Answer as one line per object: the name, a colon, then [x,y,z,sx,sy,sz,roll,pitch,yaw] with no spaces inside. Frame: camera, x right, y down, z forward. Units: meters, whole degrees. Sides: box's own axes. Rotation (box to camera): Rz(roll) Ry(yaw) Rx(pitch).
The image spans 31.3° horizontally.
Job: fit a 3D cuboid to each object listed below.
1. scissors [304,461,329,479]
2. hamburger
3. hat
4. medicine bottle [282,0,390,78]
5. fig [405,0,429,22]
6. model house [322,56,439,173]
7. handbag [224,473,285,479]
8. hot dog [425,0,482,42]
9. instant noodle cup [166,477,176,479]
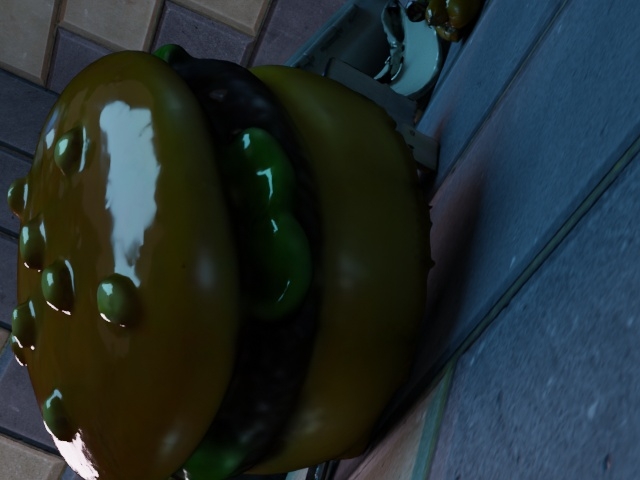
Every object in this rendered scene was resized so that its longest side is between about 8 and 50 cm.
scissors: [-0.015,0.258,1.080,0.133,0.020,0.187,113,176,-53]
hamburger: [-0.112,0.016,0.991,0.396,0.277,0.395,-4,85,58]
hat: [0.085,-0.223,1.696,0.258,0.168,0.301,-36,24,-11]
medicine bottle: [0.013,-0.249,1.983,0.375,0.123,0.282,-51,-17,-32]
fig: [0.157,-0.456,1.683,0.217,0.217,0.320,127,152,-70]
model house: [0.014,-0.057,1.309,0.206,0.178,0.271,-57,11,28]
handbag: [-0.108,0.327,1.454,0.175,0.089,0.270,-49,-16,-81]
hot dog: [0.190,-0.363,1.515,0.109,0.072,0.269,116,176,-52]
instant noodle cup: [-0.221,0.384,1.692,0.255,0.244,0.244,104,-174,-63]
